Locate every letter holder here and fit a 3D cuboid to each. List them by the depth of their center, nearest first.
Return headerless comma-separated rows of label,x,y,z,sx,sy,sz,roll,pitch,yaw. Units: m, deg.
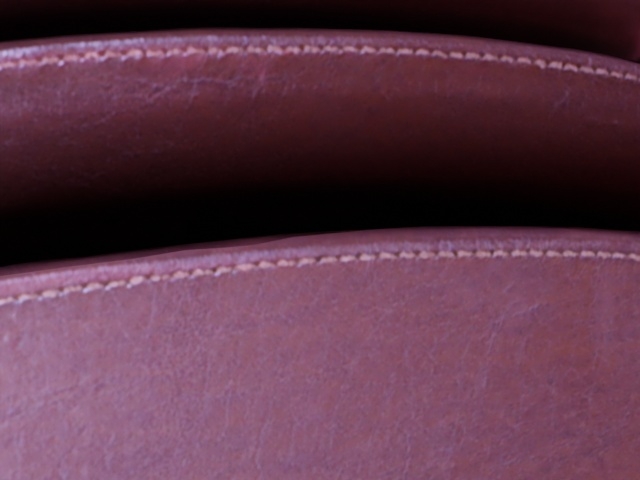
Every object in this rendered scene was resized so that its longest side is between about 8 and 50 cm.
letter holder,0.000,0.000,0.446,0.302,0.152,0.214,-1,110,-23
